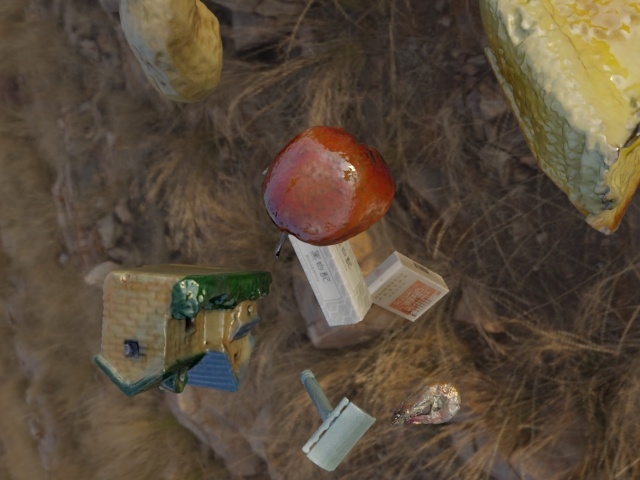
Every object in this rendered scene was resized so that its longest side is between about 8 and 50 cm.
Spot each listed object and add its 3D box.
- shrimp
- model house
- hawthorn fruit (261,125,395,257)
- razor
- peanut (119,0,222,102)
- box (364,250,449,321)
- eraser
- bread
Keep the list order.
[{"bbox_3d":[0.257,0.414,1.752,0.101,0.190,0.042,64,-176,18],"label":"shrimp"},{"bbox_3d":[-0.348,0.239,1.798,0.335,0.382,0.342,5,92,21],"label":"model house"},{"bbox_3d":[-0.005,-0.054,0.918,0.194,0.157,0.157,-48,62,16],"label":"hawthorn fruit"},{"bbox_3d":[0.006,0.269,1.163,0.068,0.106,0.232,39,-178,-19],"label":"razor"},{"bbox_3d":[-0.300,-0.431,1.459,0.169,0.192,0.387,43,166,22],"label":"peanut"},{"bbox_3d":[0.217,0.121,1.831,0.141,0.201,0.058,-43,43,20],"label":"box"},{"bbox_3d":[0.000,0.000,1.610,0.096,0.098,0.403,-11,113,30],"label":"eraser"},{"bbox_3d":[0.202,-0.107,0.434,0.140,0.160,0.169,50,-160,-61],"label":"bread"}]
